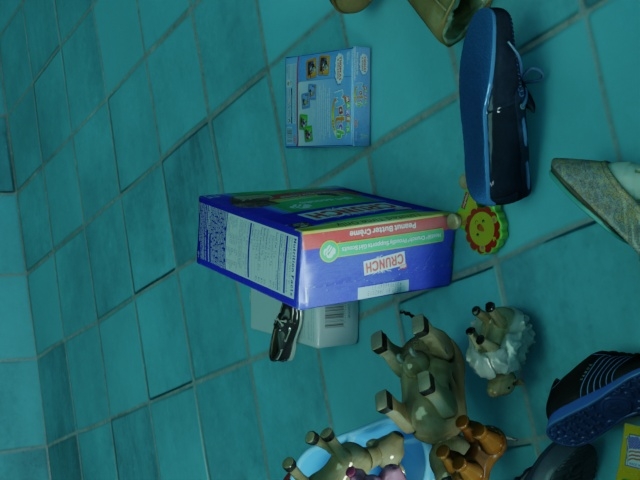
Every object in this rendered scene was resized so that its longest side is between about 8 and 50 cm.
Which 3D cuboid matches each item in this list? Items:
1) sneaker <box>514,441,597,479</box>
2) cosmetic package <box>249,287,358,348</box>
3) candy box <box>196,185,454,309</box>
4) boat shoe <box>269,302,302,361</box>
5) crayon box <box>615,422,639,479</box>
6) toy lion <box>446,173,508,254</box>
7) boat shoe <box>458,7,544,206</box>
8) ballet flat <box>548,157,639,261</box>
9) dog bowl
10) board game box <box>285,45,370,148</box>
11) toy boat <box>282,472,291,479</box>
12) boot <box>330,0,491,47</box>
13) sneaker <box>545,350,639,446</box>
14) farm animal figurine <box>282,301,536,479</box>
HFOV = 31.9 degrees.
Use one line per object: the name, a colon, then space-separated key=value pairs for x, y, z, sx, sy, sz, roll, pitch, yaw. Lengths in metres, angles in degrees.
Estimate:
sneaker: x=0.248 y=0.353 z=1.471 sx=0.131 sy=0.112 sz=0.319 roll=51 pitch=131 yaw=40
cosmetic package: x=-0.032 y=0.109 z=1.921 sx=0.231 sy=0.086 sz=0.117 roll=11 pitch=102 yaw=59
candy box: x=0.000 y=0.000 z=1.693 sx=0.317 sy=0.268 sz=0.122 roll=20 pitch=112 yaw=55
boat shoe: x=-0.060 y=0.144 z=1.855 sx=0.046 sy=0.038 sz=0.125 roll=41 pitch=128 yaw=48
crayon box: x=0.405 y=0.376 z=1.210 sx=0.203 sy=0.083 sz=0.322 roll=3 pitch=81 yaw=57
toy lion: x=0.226 y=-0.034 z=1.562 sx=0.096 sy=0.034 sz=0.100 roll=36 pitch=121 yaw=43
boat shoe: x=0.238 y=-0.177 z=1.486 sx=0.109 sy=0.089 sz=0.258 roll=-146 pitch=54 yaw=-67
ballet flat: x=0.387 y=-0.018 z=1.265 sx=0.106 sy=0.108 sz=0.316 roll=-51 pitch=53 yaw=20
dog bowl: x=0.074 y=0.355 z=1.681 sx=0.297 sy=0.074 sz=0.165 roll=-26 pitch=60 yaw=31
board game box: x=0.009 y=-0.235 z=1.878 sx=0.211 sy=0.039 sz=0.160 roll=6 pitch=97 yaw=58
toy boat: x=-0.005 y=0.462 z=1.833 sx=0.231 sy=0.151 sz=0.151 roll=31 pitch=117 yaw=52
boot: x=0.125 y=-0.371 z=1.645 sx=0.269 sy=0.089 sz=0.236 roll=58 pitch=137 yaw=36
sneaker: x=0.359 y=0.161 z=1.317 sx=0.232 sy=0.081 sz=0.090 roll=-32 pitch=30 yaw=36
farm animal figurine: x=0.133 y=0.257 z=1.521 sx=0.330 sy=0.172 sz=0.326 roll=-11 pitch=50 yaw=37
